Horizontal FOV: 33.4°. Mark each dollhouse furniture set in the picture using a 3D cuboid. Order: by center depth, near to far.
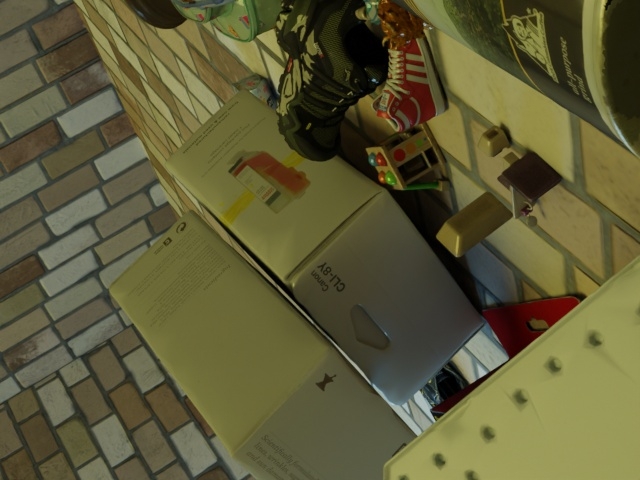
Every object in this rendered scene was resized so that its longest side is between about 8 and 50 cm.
[{"bbox_3d":[0.148,-0.028,0.973,0.091,0.114,0.081,47,168,34],"label":"dollhouse furniture set"}]

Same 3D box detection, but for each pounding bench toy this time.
[{"bbox_3d":[0.097,-0.077,1.160,0.083,0.065,0.052,61,167,-11],"label":"pounding bench toy"}]

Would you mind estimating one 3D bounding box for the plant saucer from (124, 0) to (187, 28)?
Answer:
[{"bbox_3d":[-0.201,-0.397,1.293,0.278,0.041,0.278,-8,-90,-70],"label":"plant saucer"}]

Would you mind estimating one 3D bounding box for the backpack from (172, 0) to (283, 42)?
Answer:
[{"bbox_3d":[-0.104,-0.316,1.205,0.166,0.144,0.188,30,152,55],"label":"backpack"}]

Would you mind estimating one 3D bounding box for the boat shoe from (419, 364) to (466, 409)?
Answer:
[{"bbox_3d":[0.157,0.184,1.569,0.183,0.065,0.083,52,165,4],"label":"boat shoe"}]

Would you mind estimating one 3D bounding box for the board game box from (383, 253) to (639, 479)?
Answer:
[{"bbox_3d":[0.270,0.219,0.704,0.390,0.050,0.390,55,128,17],"label":"board game box"}]

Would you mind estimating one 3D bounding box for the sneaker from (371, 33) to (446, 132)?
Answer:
[{"bbox_3d":[0.074,-0.162,1.040,0.118,0.067,0.042,65,167,-23],"label":"sneaker"}]

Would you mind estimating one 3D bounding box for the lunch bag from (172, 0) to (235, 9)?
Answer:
[{"bbox_3d":[-0.079,-0.288,0.717,0.243,0.115,0.303,62,159,-15],"label":"lunch bag"}]

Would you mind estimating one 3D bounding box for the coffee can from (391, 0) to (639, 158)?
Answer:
[{"bbox_3d":[0.120,-0.180,0.512,0.275,0.201,0.202,45,162,46],"label":"coffee can"}]

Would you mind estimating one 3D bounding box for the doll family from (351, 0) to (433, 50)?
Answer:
[{"bbox_3d":[0.036,-0.245,0.872,0.163,0.118,0.263,53,166,22],"label":"doll family"}]

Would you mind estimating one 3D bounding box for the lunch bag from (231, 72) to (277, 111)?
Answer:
[{"bbox_3d":[-0.095,-0.210,1.626,0.083,0.053,0.071,-125,11,-66],"label":"lunch bag"}]

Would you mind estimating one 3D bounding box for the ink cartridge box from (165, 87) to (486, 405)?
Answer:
[{"bbox_3d":[0.000,0.000,1.373,0.279,0.160,0.384,49,176,-37],"label":"ink cartridge box"}]

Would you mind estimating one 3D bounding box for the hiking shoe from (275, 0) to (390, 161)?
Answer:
[{"bbox_3d":[0.018,-0.163,1.104,0.114,0.086,0.227,16,140,19],"label":"hiking shoe"}]

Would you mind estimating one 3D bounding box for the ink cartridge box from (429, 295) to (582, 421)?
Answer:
[{"bbox_3d":[0.240,0.211,1.143,0.272,0.130,0.309,59,168,2],"label":"ink cartridge box"}]

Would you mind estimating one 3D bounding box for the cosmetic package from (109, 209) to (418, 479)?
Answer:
[{"bbox_3d":[-0.071,0.144,1.241,0.217,0.156,0.385,48,176,-36],"label":"cosmetic package"}]
